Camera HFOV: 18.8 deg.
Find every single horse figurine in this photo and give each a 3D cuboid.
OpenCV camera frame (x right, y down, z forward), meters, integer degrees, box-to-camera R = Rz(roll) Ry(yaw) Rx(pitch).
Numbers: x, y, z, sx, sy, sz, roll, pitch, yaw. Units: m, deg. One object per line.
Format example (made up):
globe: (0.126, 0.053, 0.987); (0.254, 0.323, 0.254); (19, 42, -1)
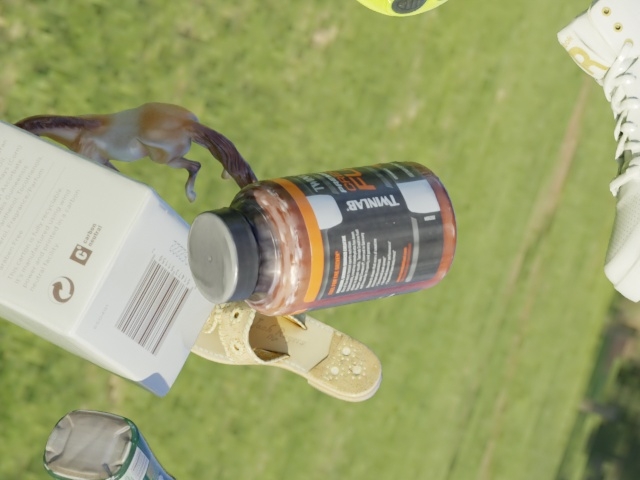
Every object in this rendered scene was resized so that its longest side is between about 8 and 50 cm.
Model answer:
horse figurine: (-0.199, -0.099, 2.132); (0.174, 0.263, 0.066); (64, 30, -56)

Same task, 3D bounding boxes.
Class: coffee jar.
coffee jar: (-0.193, 0.240, 1.899); (0.184, 0.096, 0.079); (62, 42, -53)

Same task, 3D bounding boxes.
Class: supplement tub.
supplement tub: (0.000, 0.000, 1.469); (0.198, 0.106, 0.106); (-9, 129, -34)

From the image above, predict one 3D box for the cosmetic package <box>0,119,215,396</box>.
cosmetic package: (-0.339, -0.027, 1.933); (0.161, 0.453, 0.230); (-62, 155, -10)

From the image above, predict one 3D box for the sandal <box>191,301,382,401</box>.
sandal: (-0.051, 0.088, 1.937); (0.079, 0.240, 0.088); (80, 33, -66)

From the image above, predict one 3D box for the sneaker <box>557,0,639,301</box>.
sneaker: (0.254, -0.105, 1.585); (0.292, 0.169, 0.108); (-63, -176, -21)

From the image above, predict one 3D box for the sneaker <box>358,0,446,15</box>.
sneaker: (-0.010, -0.261, 1.581); (0.123, 0.296, 0.109); (-121, -136, -54)
